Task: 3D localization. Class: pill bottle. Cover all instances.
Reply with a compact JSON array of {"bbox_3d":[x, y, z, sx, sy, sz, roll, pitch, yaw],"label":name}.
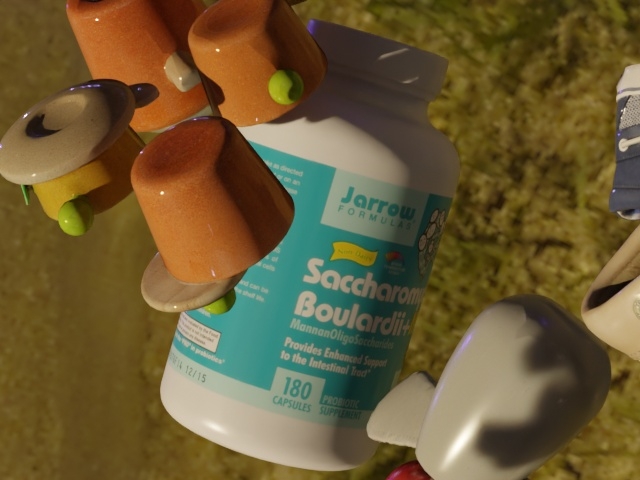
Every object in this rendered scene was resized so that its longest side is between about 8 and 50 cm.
[{"bbox_3d":[0.000,0.000,0.951,0.146,0.146,0.264,25,101,57],"label":"pill bottle"}]

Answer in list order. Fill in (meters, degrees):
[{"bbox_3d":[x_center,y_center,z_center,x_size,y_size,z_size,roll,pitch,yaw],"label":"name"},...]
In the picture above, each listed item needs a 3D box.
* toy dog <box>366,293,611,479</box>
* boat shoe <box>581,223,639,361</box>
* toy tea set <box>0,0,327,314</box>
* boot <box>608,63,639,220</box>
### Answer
[{"bbox_3d":[0.058,0.179,0.793,0.334,0.161,0.220,-35,68,32],"label":"toy dog"},{"bbox_3d":[0.187,-0.060,0.479,0.302,0.098,0.109,-62,-3,35],"label":"boat shoe"},{"bbox_3d":[-0.070,-0.068,0.886,0.200,0.124,0.336,-13,37,21],"label":"toy tea set"},{"bbox_3d":[0.239,-0.052,0.795,0.190,0.069,0.086,-1,79,48],"label":"boot"}]
